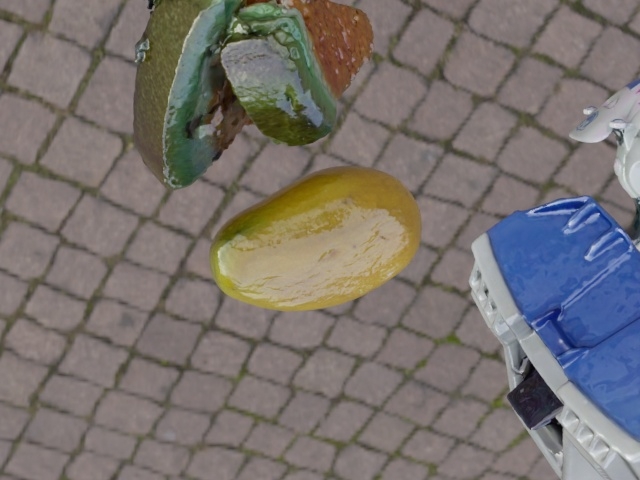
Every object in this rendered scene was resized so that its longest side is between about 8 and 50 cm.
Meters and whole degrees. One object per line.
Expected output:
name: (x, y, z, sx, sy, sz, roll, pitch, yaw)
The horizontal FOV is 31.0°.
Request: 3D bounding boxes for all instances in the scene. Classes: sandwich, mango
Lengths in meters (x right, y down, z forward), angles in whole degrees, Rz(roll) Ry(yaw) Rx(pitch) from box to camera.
sandwich: (-0.044, -0.167, 1.176, 0.301, 0.162, 0.250, -28, 152, -44)
mango: (0.000, 0.000, 1.245, 0.317, 0.119, 0.176, -13, 146, -45)

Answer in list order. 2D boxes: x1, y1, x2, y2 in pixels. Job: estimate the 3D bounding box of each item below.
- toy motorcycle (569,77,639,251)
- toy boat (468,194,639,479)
toy motorcycle: (0.281, -0.043, 0.971, 0.150, 0.102, 0.221, 2, 103, -4)
toy boat: (0.157, 0.093, 0.592, 0.088, 0.129, 0.295, -35, 147, 4)
